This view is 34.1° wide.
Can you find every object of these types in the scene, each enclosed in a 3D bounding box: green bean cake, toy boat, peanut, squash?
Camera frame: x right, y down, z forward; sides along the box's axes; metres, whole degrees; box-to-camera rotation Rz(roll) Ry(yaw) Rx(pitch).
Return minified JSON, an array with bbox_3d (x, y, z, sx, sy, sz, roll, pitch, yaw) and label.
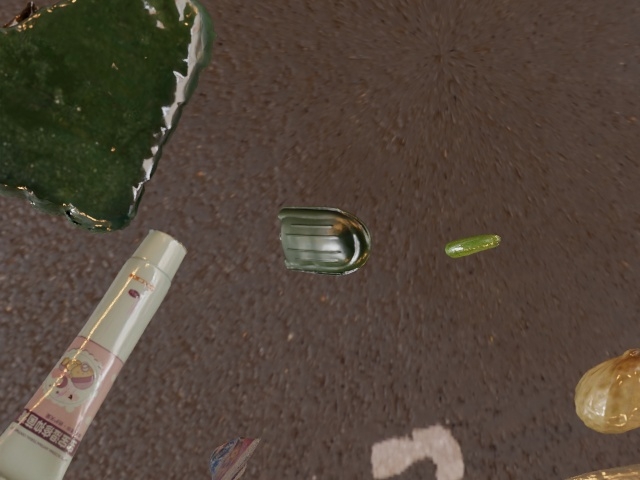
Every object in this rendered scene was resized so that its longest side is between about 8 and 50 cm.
[{"bbox_3d":[-0.313,-0.191,1.250,0.300,0.169,0.308,26,82,-13],"label":"green bean cake"},{"bbox_3d":[0.000,0.000,1.558,0.210,0.052,0.104,2,100,52],"label":"toy boat"},{"bbox_3d":[0.449,0.226,1.548,0.140,0.159,0.109,-9,69,-24],"label":"peanut"},{"bbox_3d":[0.210,0.006,1.448,0.089,0.027,0.027,-18,99,42],"label":"squash"}]

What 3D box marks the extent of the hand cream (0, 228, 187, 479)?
[{"bbox_3d":[-0.249,0.135,1.134,0.085,0.058,0.331,36,68,-15],"label":"hand cream"}]

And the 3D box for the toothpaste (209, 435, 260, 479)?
[{"bbox_3d":[-0.138,0.348,1.633,0.061,0.266,0.096,39,76,0],"label":"toothpaste"}]

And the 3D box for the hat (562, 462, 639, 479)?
[{"bbox_3d":[0.367,0.311,1.111,0.244,0.149,0.214,-7,95,40],"label":"hat"}]
